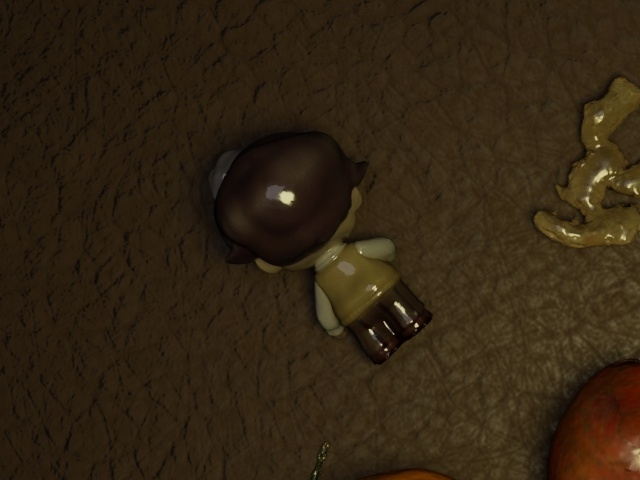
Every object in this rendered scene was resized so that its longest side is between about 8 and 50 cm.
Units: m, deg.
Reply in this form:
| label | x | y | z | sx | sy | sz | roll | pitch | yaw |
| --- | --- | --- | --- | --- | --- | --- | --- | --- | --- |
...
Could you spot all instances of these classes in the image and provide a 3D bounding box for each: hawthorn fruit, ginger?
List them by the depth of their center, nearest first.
| label | x | y | z | sx | sy | sz | roll | pitch | yaw |
| --- | --- | --- | --- | --- | --- | --- | --- | --- | --- |
| hawthorn fruit | 0.414 | 0.324 | 1.819 | 0.276 | 0.276 | 0.307 | 38 | 121 | 12 |
| ginger | 0.415 | -0.102 | 1.951 | 0.149 | 0.065 | 0.258 | 24 | 83 | 0 |

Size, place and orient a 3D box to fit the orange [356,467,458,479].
| label | x | y | z | sx | sy | sz | roll | pitch | yaw |
| --- | --- | --- | --- | --- | --- | --- | --- | --- | --- |
| orange | 0.114 | 0.454 | 1.826 | 0.312 | 0.312 | 0.312 | -1 | 84 | 11 |

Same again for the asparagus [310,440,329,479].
| label | x | y | z | sx | sy | sz | roll | pitch | yaw |
| --- | --- | --- | --- | --- | --- | --- | --- | --- | --- |
| asparagus | -0.017 | 0.372 | 2.004 | 0.013 | 0.016 | 0.166 | 18 | 89 | 27 |

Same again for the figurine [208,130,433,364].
| label | x | y | z | sx | sy | sz | roll | pitch | yaw |
| --- | --- | --- | --- | --- | --- | --- | --- | --- | --- |
| figurine | 0.009 | -0.004 | 1.983 | 0.365 | 0.206 | 0.218 | 45 | 117 | -12 |
